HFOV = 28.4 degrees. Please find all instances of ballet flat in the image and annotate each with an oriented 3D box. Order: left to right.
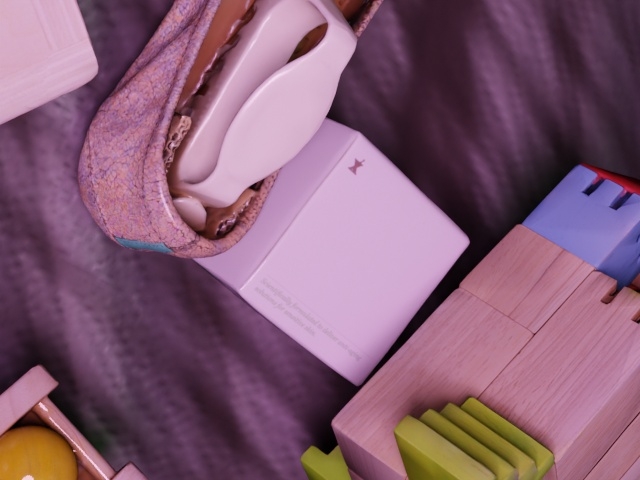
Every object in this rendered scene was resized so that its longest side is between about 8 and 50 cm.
[{"bbox_3d":[-0.002,-0.125,0.606,0.107,0.106,0.316,27,91,-35],"label":"ballet flat"}]

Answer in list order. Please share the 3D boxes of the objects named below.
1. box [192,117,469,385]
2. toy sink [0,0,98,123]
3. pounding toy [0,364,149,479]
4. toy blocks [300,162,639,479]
[{"bbox_3d":[0.000,0.000,0.663,0.101,0.087,0.102,41,83,-35],"label":"box"},{"bbox_3d":[-0.228,-0.084,0.451,0.234,0.153,0.131,-29,120,-20],"label":"toy sink"},{"bbox_3d":[-0.212,0.137,0.518,0.155,0.154,0.269,48,51,-1],"label":"pounding toy"},{"bbox_3d":[0.152,0.105,0.719,0.261,0.191,0.381,-45,146,-19],"label":"toy blocks"}]
